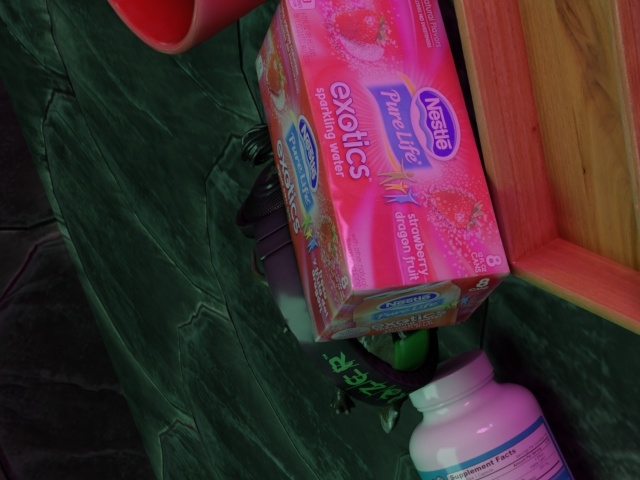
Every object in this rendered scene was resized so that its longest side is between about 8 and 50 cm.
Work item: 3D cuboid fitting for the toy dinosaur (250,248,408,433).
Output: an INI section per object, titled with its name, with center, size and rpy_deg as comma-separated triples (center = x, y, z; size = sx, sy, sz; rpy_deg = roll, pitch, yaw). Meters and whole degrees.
[toy dinosaur]
center = 0.036, 0.101, 1.753
size = 0.313, 0.121, 0.160
rpy_deg = 56, 144, 26

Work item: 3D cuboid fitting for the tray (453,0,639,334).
[tray]
center = 0.205, -0.134, 1.173
size = 0.203, 0.076, 0.410
rpy_deg = 28, 138, 53

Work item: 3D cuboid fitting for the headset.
[headset]
center = 0.000, 0.000, 1.531
size = 0.243, 0.185, 0.394
rpy_deg = 35, -144, -42

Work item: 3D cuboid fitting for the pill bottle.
[pill bottle]
center = 0.186, 0.250, 1.524
size = 0.264, 0.146, 0.146
rpy_deg = 64, 156, -2

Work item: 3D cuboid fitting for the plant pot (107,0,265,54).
[plant pot]
center = -0.079, -0.337, 1.324
size = 0.275, 0.243, 0.275
rpy_deg = 46, 151, 35

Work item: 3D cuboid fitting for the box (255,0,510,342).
[box]
center = 0.051, -0.074, 1.341
size = 0.142, 0.154, 0.299
rpy_deg = 122, 139, -64
